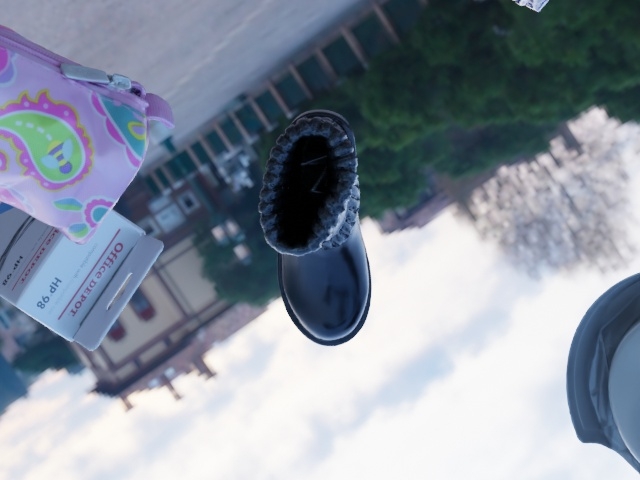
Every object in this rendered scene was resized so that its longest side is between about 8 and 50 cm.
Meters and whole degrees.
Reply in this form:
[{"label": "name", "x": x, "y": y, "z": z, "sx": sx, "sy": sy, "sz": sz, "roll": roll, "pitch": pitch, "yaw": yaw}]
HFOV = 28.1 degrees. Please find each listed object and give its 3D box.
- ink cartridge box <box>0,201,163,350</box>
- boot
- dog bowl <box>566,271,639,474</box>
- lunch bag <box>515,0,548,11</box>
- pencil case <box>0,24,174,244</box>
[{"label": "ink cartridge box", "x": -0.209, "y": 0.011, "z": 1.017, "sx": 0.180, "sy": 0.060, "sz": 0.104, "roll": 19, "pitch": -106, "yaw": 55}, {"label": "boot", "x": -0.004, "y": -0.001, "z": 1.677, "sx": 0.131, "sy": 0.347, "sz": 0.260, "roll": -6, "pitch": -168, "yaw": 2}, {"label": "dog bowl", "x": 0.463, "y": 0.180, "z": 1.483, "sx": 0.349, "sy": 0.348, "sz": 0.102, "roll": -29, "pitch": 178, "yaw": 40}, {"label": "lunch bag", "x": 0.159, "y": -0.212, "z": 0.946, "sx": 0.098, "sy": 0.065, "sz": 0.067, "roll": 106, "pitch": 9, "yaw": -85}, {"label": "pencil case", "x": -0.238, "y": -0.103, "z": 0.799, "sx": 0.124, "sy": 0.284, "sz": 0.124, "roll": -39, "pitch": -142, "yaw": 38}]
